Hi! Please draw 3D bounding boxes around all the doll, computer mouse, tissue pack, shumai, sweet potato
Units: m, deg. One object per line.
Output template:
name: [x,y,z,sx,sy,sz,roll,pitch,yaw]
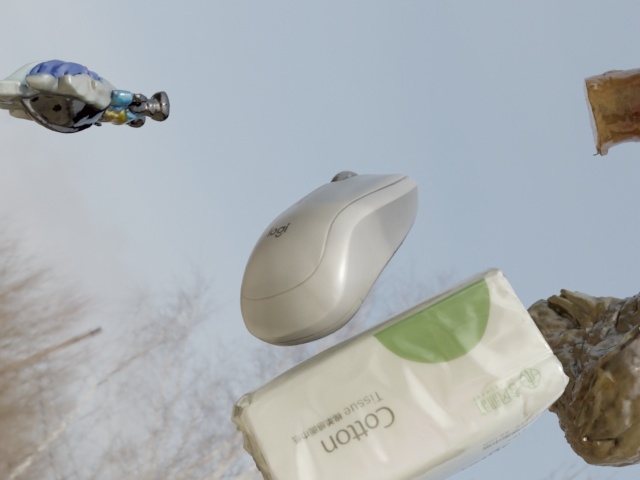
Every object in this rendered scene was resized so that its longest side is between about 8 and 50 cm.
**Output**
doll: [-0.234,-0.133,0.921,0.096,0.195,0.070,-16,-101,38]
computer mouse: [0.000,0.000,1.200,0.184,0.296,0.121,-14,-56,47]
tissue pack: [0.086,0.211,1.179,0.193,0.357,0.266,61,-12,18]
shumai: [0.463,0.194,1.529,0.217,0.346,0.283,44,-17,-18]
sweet potato: [0.553,-0.215,1.432,0.337,0.131,0.131,-8,-69,30]
